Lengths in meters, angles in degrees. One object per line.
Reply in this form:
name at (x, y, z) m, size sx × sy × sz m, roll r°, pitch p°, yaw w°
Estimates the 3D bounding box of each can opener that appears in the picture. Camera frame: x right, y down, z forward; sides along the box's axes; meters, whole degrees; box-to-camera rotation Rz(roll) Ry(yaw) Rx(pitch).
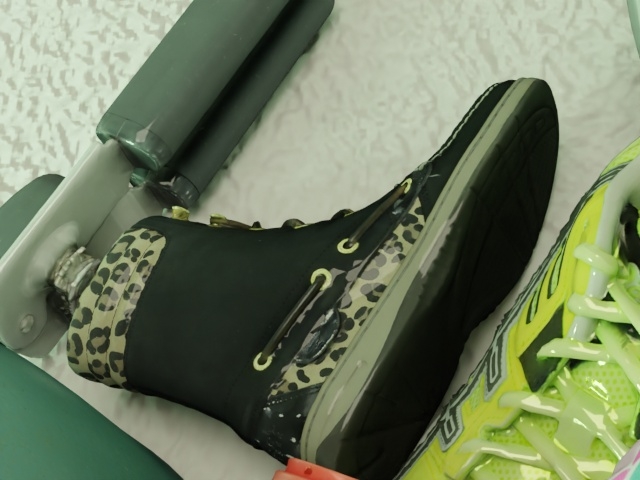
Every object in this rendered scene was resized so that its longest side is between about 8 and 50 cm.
can opener at (-0.097, -0.058, 0.827) m, size 0.093 × 0.074 × 0.280 m, roll 28°, pitch 71°, yaw 31°

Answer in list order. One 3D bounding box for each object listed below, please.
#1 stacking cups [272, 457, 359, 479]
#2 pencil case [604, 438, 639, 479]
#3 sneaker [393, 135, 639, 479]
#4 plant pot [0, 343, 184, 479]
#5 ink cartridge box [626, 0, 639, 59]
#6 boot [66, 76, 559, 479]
stacking cups at (-0.047, 0.234, 0.558) m, size 0.096 × 0.096 × 0.316 m, roll 13°, pitch 77°, yaw 25°
pencil case at (0.054, 0.178, 0.483) m, size 0.284 × 0.124 × 0.124 m, roll -37°, pitch 55°, yaw -16°
sneaker at (0.112, 0.064, 0.637) m, size 0.145 × 0.147 × 0.385 m, roll 26°, pitch 72°, yaw 28°
plant pot at (-0.205, 0.154, 0.632) m, size 0.293 × 0.235 × 0.293 m, roll -9°, pitch 57°, yaw 14°
ink cartridge box at (0.248, -0.138, 0.714) m, size 0.212 × 0.154 × 0.093 m, roll -13°, pitch 54°, yaw 11°
boot at (-0.001, 0.000, 0.755) m, size 0.178 × 0.085 × 0.236 m, roll 15°, pitch 59°, yaw 32°
